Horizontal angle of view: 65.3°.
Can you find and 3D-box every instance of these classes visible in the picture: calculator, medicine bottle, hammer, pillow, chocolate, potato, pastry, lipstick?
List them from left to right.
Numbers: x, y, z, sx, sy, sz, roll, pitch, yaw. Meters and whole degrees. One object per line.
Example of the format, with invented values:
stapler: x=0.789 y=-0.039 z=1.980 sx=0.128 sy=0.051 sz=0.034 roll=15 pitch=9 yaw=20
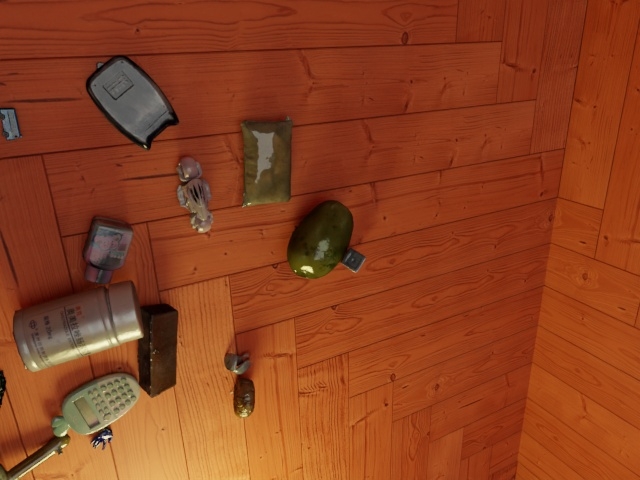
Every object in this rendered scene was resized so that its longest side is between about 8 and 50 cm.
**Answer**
hammer: x=-0.964 y=0.740 z=1.626 sx=0.305 sy=0.113 sz=0.202 roll=-31 pitch=124 yaw=-26
medicine bottle: x=-0.712 y=0.250 z=1.503 sx=0.331 sy=0.190 sz=0.190 roll=-16 pitch=116 yaw=-18
calculator: x=-0.762 y=0.559 z=1.698 sx=0.295 sy=0.042 sz=0.184 roll=-26 pitch=120 yaw=-22
medicine bottle: x=-0.657 y=0.032 z=1.524 sx=0.119 sy=0.094 sz=0.188 roll=14 pitch=101 yaw=-34
calculator: x=-0.549 y=-0.405 z=1.458 sx=0.177 sy=0.040 sz=0.268 roll=-46 pitch=119 yaw=-9
chocolate: x=-0.552 y=0.363 z=1.700 sx=0.111 sy=0.111 sz=0.322 roll=-12 pitch=114 yaw=-43
pastry: x=-0.293 y=0.604 z=1.919 sx=0.081 sy=0.153 sz=0.154 roll=11 pitch=103 yaw=-24
pillow: x=-0.181 y=-0.266 z=1.695 sx=0.184 sy=0.075 sz=0.303 roll=-8 pitch=114 yaw=-25
potato: x=0.002 y=0.002 z=1.822 sx=0.304 sy=0.216 sz=0.216 roll=-49 pitch=124 yaw=-2
lipstick: x=0.117 y=0.073 z=1.861 sx=0.068 sy=0.317 sz=0.066 roll=32 pitch=89 yaw=2

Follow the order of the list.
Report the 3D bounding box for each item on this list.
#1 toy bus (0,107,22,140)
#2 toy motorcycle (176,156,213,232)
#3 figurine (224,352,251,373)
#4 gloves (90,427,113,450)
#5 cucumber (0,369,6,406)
toy bus: x=-0.828 y=-0.311 z=1.331 sx=0.045 sy=0.038 sz=0.084 roll=-12 pitch=115 yaw=-29
toy motorcycle: x=-0.397 y=-0.141 z=1.598 sx=0.112 sy=0.112 sz=0.255 roll=-19 pitch=115 yaw=-23
figurine: x=-0.316 y=0.471 z=1.907 sx=0.086 sy=0.082 sz=0.094 roll=6 pitch=132 yaw=-47
gloves: x=-0.765 y=0.701 z=1.758 sx=0.086 sy=0.026 sz=0.064 roll=-49 pitch=126 yaw=-6
cucumber: x=-1.020 y=0.531 z=1.525 sx=0.072 sy=0.072 sz=0.301 roll=12 pitch=100 yaw=-32
